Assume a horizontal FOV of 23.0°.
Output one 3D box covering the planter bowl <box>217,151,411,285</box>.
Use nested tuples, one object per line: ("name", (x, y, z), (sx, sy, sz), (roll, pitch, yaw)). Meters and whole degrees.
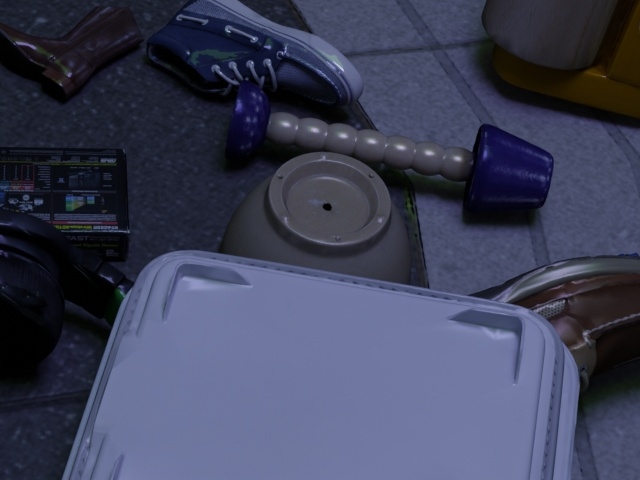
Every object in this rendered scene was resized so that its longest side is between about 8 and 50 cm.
("planter bowl", (0.000, 0.000, 1.246), (0.162, 0.109, 0.162), (5, 51, -6))

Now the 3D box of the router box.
("router box", (-0.217, -0.030, 1.276), (0.123, 0.038, 0.092), (1, 50, -9))

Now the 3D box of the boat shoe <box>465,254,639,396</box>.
("boat shoe", (0.141, 0.102, 1.193), (0.324, 0.122, 0.119), (-11, 59, -9))

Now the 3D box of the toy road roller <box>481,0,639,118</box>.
("toy road roller", (0.322, -0.252, 1.464), (0.330, 0.202, 0.240), (12, 37, -7))

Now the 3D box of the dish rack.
("dish rack", (0.002, 0.128, 1.036), (0.333, 0.072, 0.285), (9, 53, 6))

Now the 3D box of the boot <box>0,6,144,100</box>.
("boot", (-0.227, -0.186, 1.404), (0.106, 0.037, 0.114), (40, 57, 5))

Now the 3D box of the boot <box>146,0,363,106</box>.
("boot", (-0.060, -0.151, 1.396), (0.190, 0.069, 0.086), (29, 58, 23))

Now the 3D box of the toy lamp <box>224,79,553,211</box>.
("toy lamp", (0.061, -0.078, 1.343), (0.275, 0.080, 0.080), (13, 50, -1))

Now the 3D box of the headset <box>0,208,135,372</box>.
("headset", (-0.263, 0.063, 1.096), (0.394, 0.185, 0.243), (28, 50, -2))

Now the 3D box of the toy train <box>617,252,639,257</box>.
("toy train", (0.207, 0.038, 1.299), (0.158, 0.036, 0.027), (-15, 55, -22))
